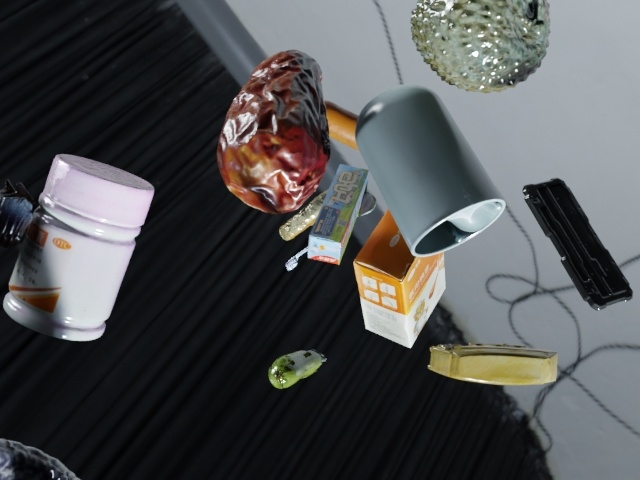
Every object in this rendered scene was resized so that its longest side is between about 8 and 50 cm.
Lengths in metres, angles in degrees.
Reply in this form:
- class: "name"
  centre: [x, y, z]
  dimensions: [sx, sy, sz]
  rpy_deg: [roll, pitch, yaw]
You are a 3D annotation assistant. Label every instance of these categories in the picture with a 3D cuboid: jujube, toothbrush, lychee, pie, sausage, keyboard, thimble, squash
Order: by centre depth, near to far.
- class: "thimble"
  centre: [-0.520, 0.445, 1.415]
  dimensions: [0.217, 0.157, 0.245]
  rpy_deg: [29, 176, 1]
- class: "squash"
  centre: [-0.038, 0.209, 1.415]
  dimensions: [0.052, 0.183, 0.052]
  rpy_deg: [1, 91, 22]
- class: "keyboard"
  centre: [0.451, 0.002, 1.505]
  dimensions: [0.262, 0.106, 0.016]
  rpy_deg: [65, 151, 24]
- class: "jujube"
  centre: [-0.077, -0.215, 1.593]
  dimensions: [0.216, 0.342, 0.216]
  rpy_deg: [8, 141, 6]
- class: "toothbrush"
  centre: [0.000, 0.000, 1.634]
  dimensions: [0.013, 0.019, 0.193]
  rpy_deg: [26, 126, -39]
- class: "lychee"
  centre: [0.311, -0.413, 1.646]
  dimensions: [0.274, 0.255, 0.255]
  rpy_deg: [8, 132, 49]
- class: "sausage"
  centre: [0.064, -0.259, 1.961]
  dimensions: [0.197, 0.076, 0.076]
  rpy_deg: [25, 140, -9]
- class: "pie"
  centre: [-0.020, -0.064, 2.019]
  dimensions: [0.046, 0.195, 0.195]
  rpy_deg: [52, 138, 2]

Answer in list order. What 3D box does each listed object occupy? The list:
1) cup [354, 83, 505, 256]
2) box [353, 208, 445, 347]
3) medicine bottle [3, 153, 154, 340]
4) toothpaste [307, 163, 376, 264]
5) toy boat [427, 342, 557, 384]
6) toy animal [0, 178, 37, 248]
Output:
- class: "cup"
  centre: [0.207, -0.147, 1.699]
  dimensions: [0.205, 0.205, 0.312]
  rpy_deg: [-50, 59, 49]
- class: "box"
  centre: [0.211, 0.088, 2.201]
  dimensions: [0.143, 0.225, 0.341]
  rpy_deg: [21, 150, 24]
- class: "medicine bottle"
  centre: [-0.464, 0.012, 1.637]
  dimensions: [0.202, 0.202, 0.316]
  rpy_deg: [24, 97, 17]
- class: "toothpaste"
  centre: [0.039, -0.041, 1.283]
  dimensions: [0.070, 0.193, 0.044]
  rpy_deg: [12, 130, 9]
- class: "toy boat"
  centre: [0.263, 0.186, 1.301]
  dimensions: [0.200, 0.077, 0.057]
  rpy_deg: [4, 97, -7]
- class: "toy animal"
  centre: [-0.621, -0.043, 1.558]
  dimensions: [0.218, 0.180, 0.116]
  rpy_deg: [17, 159, 36]
